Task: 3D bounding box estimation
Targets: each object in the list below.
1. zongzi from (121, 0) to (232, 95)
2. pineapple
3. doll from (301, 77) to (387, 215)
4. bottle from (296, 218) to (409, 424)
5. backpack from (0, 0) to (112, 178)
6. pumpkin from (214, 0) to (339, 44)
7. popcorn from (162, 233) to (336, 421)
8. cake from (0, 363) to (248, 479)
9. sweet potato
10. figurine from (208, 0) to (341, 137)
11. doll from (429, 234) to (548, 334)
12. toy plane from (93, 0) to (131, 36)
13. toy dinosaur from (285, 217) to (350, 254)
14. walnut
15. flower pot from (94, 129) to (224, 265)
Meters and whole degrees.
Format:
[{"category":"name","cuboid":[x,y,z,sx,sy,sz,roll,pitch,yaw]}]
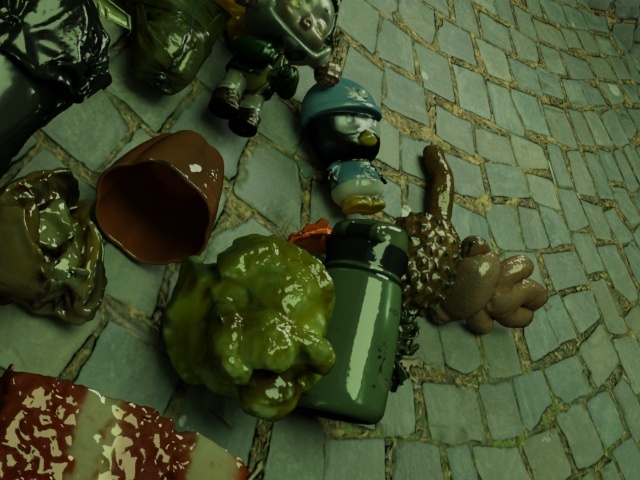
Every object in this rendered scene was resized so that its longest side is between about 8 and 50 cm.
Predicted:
[{"category":"zongzi","cuboid":[-0.313,-0.397,1.492,0.274,0.125,0.250,38,38,-18]},{"category":"pineapple","cuboid":[0.144,0.111,1.601,0.175,0.175,0.361,42,58,-16]},{"category":"doll","cuboid":[0.055,-0.204,1.710,0.177,0.141,0.313,0,69,-39]},{"category":"bottle","cuboid":[0.056,0.122,1.416,0.169,0.168,0.346,25,69,-31]},{"category":"backpack","cuboid":[-0.486,-0.192,1.081,0.364,0.254,0.445,15,57,15]},{"category":"pumpkin","cuboid":[-0.121,-0.489,1.755,0.290,0.095,0.258,56,43,-10]},{"category":"popcorn","cuboid":[-0.089,0.123,1.261,0.226,0.277,0.276,27,49,-40]},{"category":"cake","cuboid":[-0.274,0.337,0.954,0.320,0.269,0.269,27,49,-28]},{"category":"sweet potato","cuboid":[0.266,-0.088,1.894,0.059,0.067,0.281,77,11,-58]},{"category":"figurine","cuboid":[-0.084,-0.366,1.606,0.281,0.167,0.369,40,64,-31]},{"category":"doll","cuboid":[0.349,0.098,1.808,0.303,0.201,0.156,20,15,-42]},{"category":"toy plane","cuboid":[-0.420,-0.376,1.332,0.242,0.104,0.256,-9,112,-19]},{"category":"toy dinosaur","cuboid":[0.000,0.000,1.545,0.288,0.117,0.070,1,66,-46]},{"category":"walnut","cuboid":[-0.387,0.005,1.147,0.238,0.142,0.203,63,19,-70]},{"category":"flower pot","cuboid":[-0.237,-0.082,1.341,0.191,0.191,0.173,42,30,-16]}]
